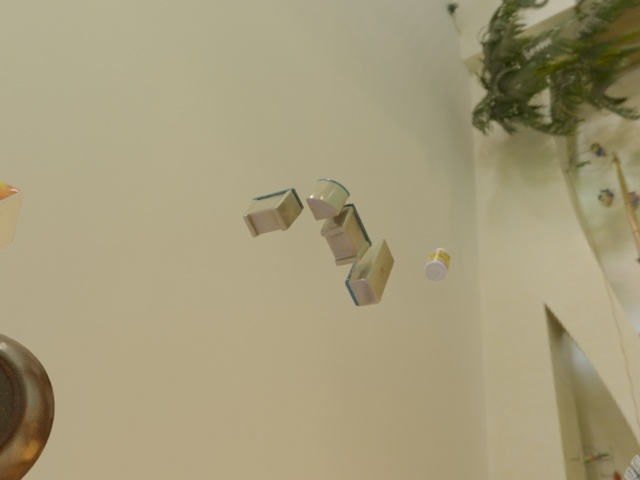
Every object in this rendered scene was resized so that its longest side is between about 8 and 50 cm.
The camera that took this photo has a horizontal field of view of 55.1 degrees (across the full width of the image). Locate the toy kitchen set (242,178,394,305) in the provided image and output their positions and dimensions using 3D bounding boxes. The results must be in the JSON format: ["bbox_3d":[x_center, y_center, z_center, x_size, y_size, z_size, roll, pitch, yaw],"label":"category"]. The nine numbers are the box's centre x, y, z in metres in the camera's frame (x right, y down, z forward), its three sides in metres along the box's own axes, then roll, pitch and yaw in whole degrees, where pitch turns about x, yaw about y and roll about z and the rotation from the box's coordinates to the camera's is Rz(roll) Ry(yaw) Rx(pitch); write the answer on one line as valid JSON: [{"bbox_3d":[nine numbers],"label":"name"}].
[{"bbox_3d":[0.000,0.000,1.010,0.207,0.166,0.122,64,-150,-23],"label":"toy kitchen set"}]

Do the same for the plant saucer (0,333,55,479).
[{"bbox_3d":[-0.373,0.171,0.613,0.199,0.036,0.198,11,-125,-17],"label":"plant saucer"}]

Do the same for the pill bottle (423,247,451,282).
[{"bbox_3d":[0.221,0.043,1.150,0.043,0.043,0.083,62,-155,-12],"label":"pill bottle"}]

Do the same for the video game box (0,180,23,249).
[{"bbox_3d":[-0.293,-0.015,0.302,0.187,0.048,0.205,26,-157,-3],"label":"video game box"}]

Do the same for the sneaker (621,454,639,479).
[{"bbox_3d":[0.372,0.324,0.717,0.076,0.166,0.065,37,-166,-2],"label":"sneaker"}]
